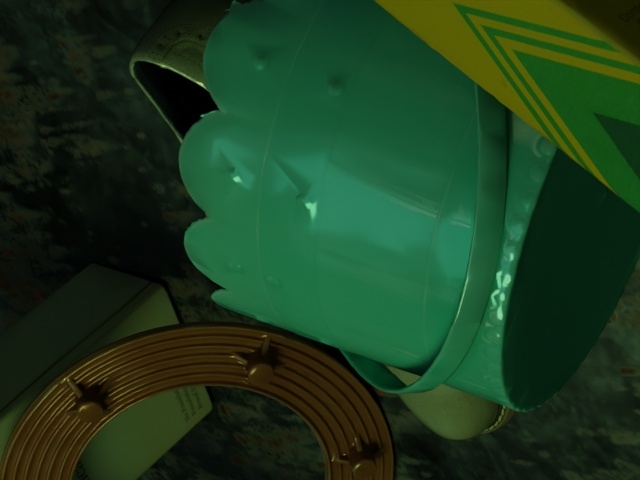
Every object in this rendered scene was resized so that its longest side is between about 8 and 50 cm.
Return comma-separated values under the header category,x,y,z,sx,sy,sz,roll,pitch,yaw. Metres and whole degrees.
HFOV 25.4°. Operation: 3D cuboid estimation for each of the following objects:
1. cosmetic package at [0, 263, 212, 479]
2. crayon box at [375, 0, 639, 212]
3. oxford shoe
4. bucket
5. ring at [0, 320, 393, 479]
category,x,y,z,sx,sy,sz,roll,pitch,yaw
cosmetic package,-0.256,0.176,1.279,0.113,0.309,0.160,13,135,40
crayon box,0.165,-0.122,0.616,0.323,0.203,0.083,43,153,22
oxford shoe,0.000,0.000,0.985,0.140,0.146,0.397,-14,114,50
bucket,0.073,-0.050,0.772,0.183,0.281,0.281,22,138,25
ring,-0.101,0.216,1.200,0.032,0.337,0.336,-111,2,-59
